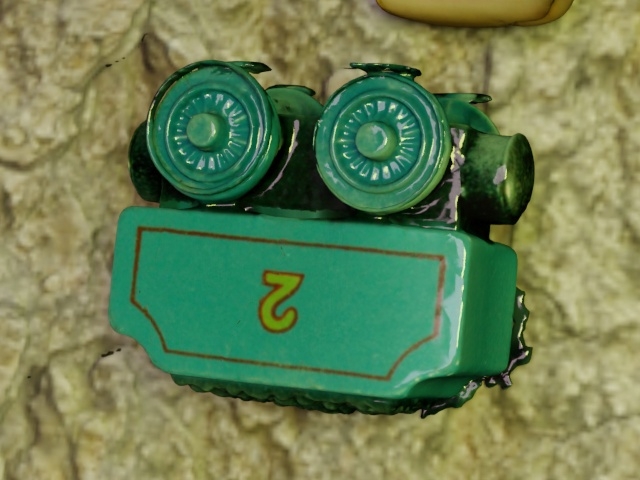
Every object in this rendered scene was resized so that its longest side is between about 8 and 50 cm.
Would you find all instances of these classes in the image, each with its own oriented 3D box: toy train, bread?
[{"bbox_3d":[0.000,0.000,0.871,0.203,0.112,0.163,5,87,24],"label":"toy train"},{"bbox_3d":[0.080,-0.146,0.896,0.115,0.056,0.082,3,99,34],"label":"bread"}]
